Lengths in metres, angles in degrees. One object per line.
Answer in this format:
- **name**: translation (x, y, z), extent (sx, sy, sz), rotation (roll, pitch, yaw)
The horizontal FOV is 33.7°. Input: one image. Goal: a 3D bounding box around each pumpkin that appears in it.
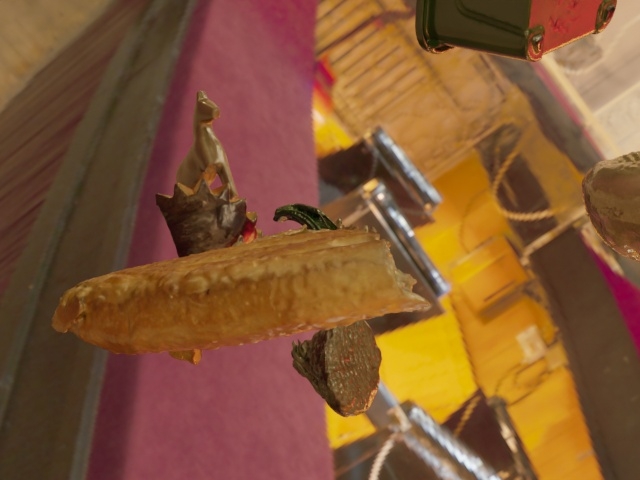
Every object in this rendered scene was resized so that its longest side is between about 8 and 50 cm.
- **pumpkin**: translation (-0.184, 0.001, 1.973), extent (0.254, 0.130, 0.149), rotation (42, 31, -36)

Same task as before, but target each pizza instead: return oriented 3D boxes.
- **pizza**: translation (-0.019, 0.031, 0.834), extent (0.288, 0.280, 0.075), rotation (-19, 101, -63)

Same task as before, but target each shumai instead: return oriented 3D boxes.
- **shumai**: translation (0.011, 0.150, 1.261), extent (0.099, 0.087, 0.123), rotation (31, 56, -40)

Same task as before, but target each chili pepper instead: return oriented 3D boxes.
- **chili pepper**: translation (0.000, -0.004, 1.793), extent (0.182, 0.050, 0.073), rotation (44, -29, 5)

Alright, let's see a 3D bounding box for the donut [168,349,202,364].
- **donut**: translation (-0.230, 0.145, 1.854), extent (0.140, 0.059, 0.140), rotation (5, 90, -84)

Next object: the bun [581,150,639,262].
- **bun**: translation (0.394, -0.034, 1.128), extent (0.231, 0.231, 0.133), rotation (-26, 107, -74)

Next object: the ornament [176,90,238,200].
- **ornament**: translation (-0.244, -0.168, 2.227), extent (0.061, 0.230, 0.244), rotation (-8, 65, -32)

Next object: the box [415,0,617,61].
- **box**: translation (0.254, -0.382, 1.267), extent (0.178, 0.328, 0.253), rotation (28, 41, 34)
